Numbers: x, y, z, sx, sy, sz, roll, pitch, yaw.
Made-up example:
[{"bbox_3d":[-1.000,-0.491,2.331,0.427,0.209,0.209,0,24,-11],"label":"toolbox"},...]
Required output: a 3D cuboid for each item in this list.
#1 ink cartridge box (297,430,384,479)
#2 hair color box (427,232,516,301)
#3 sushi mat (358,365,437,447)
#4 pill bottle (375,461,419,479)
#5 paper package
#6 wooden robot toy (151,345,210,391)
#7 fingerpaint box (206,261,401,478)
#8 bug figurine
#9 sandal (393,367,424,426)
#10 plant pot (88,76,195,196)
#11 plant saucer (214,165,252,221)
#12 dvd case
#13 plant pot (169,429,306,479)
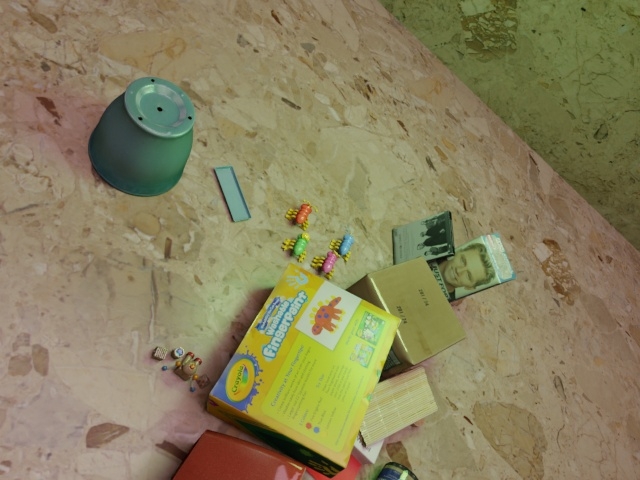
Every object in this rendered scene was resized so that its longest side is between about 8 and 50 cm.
[{"bbox_3d":[0.041,0.552,1.392,0.296,0.066,0.261,45,49,-8],"label":"ink cartridge box"},{"bbox_3d":[0.511,0.118,1.745,0.105,0.347,0.174,-7,72,-37],"label":"hair color box"},{"bbox_3d":[0.229,0.504,1.481,0.316,0.019,0.152,-10,75,-35],"label":"sushi mat"},{"bbox_3d":[0.184,0.754,1.357,0.123,0.122,0.219,52,49,-3],"label":"pill bottle"},{"bbox_3d":[0.279,0.249,1.617,0.309,0.168,0.325,-13,70,-38],"label":"paper package"},{"bbox_3d":[-0.341,0.316,1.228,0.173,0.079,0.076,42,51,-12],"label":"wooden robot toy"},{"bbox_3d":[-0.034,0.337,1.312,0.370,0.163,0.445,27,52,3],"label":"fingerpaint box"},{"bbox_3d":[0.000,0.000,1.625,0.279,0.072,0.216,35,53,-17],"label":"bug figurine"},{"bbox_3d":[0.314,0.494,1.601,0.088,0.079,0.240,-1,69,-35],"label":"sandal"},{"bbox_3d":[-0.469,-0.299,1.320,0.271,0.255,0.272,16,59,-29],"label":"plant pot"},{"bbox_3d":[-0.282,-0.150,1.536,0.067,0.018,0.192,-13,76,-38],"label":"plant saucer"},{"bbox_3d":[0.379,0.003,1.784,0.029,0.238,0.180,30,52,-41],"label":"dvd case"},{"bbox_3d":[-0.229,0.584,1.079,0.235,0.267,0.267,35,51,1],"label":"plant pot"}]
